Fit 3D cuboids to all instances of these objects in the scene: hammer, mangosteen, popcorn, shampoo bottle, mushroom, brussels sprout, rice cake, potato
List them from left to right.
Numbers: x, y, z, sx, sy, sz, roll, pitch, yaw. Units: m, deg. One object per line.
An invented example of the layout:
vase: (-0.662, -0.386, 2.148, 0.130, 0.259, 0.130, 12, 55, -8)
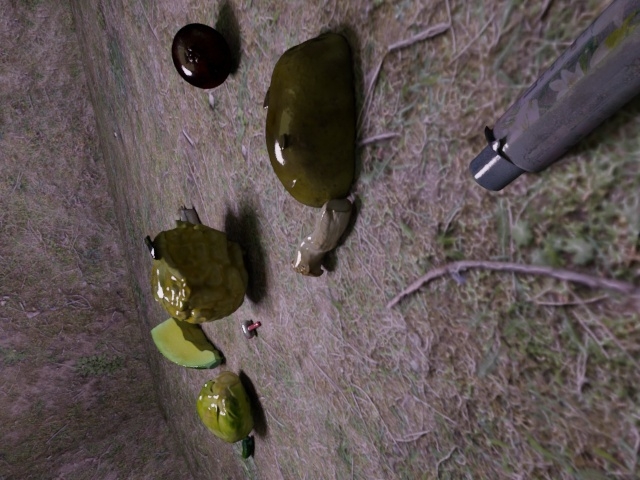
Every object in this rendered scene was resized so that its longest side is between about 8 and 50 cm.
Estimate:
popcorn: (-0.317, 0.078, 1.139, 0.293, 0.237, 0.293, 34, 136, 42)
rice cake: (-0.384, -0.016, 1.382, 0.036, 0.047, 0.207, -43, 69, 39)
mangosteen: (-0.248, -0.389, 0.936, 0.140, 0.140, 0.140, 31, 129, 47)
brussels sprout: (-0.297, 0.533, 1.395, 0.223, 0.161, 0.223, 43, 145, 41)
hammer: (-0.188, 0.240, 1.217, 0.083, 0.031, 0.053, -34, 78, 47)
potato: (-0.033, -0.178, 0.697, 0.160, 0.111, 0.272, 26, 127, 47)
mushroom: (0.003, 0.000, 0.771, 0.202, 0.059, 0.054, -58, 40, 46)
shampoo bottle: (0.212, -0.120, 0.380, 0.072, 0.072, 0.214, 62, 147, 18)

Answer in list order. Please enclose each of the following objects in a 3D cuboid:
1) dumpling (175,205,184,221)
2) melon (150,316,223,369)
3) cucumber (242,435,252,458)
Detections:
dumpling: (-0.464, -0.074, 1.483, 0.077, 0.043, 0.059, 52, 165, 25)
melon: (-0.479, 0.405, 1.637, 0.323, 0.196, 0.124, 29, 100, 44)
cucumber: (-0.253, 0.714, 1.534, 0.037, 0.037, 0.155, 45, 140, 38)
